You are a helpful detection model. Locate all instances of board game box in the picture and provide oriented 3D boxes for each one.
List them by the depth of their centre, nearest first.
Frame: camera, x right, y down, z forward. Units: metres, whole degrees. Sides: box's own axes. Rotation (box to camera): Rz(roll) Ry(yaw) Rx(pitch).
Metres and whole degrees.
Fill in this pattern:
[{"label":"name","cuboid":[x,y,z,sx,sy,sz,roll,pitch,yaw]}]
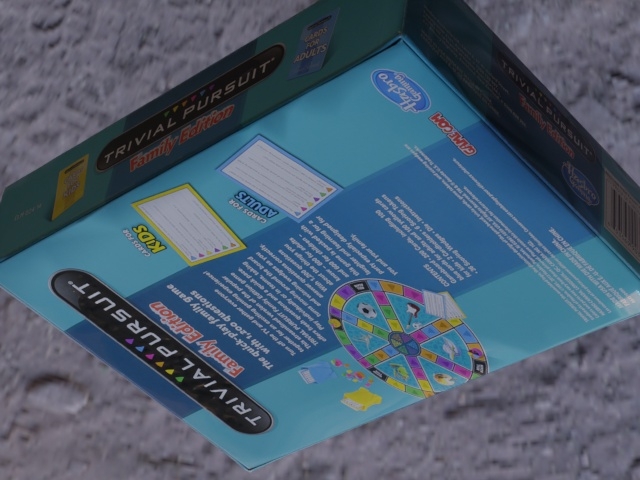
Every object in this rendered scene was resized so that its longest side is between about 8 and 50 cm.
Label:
[{"label":"board game box","cuboid":[0.000,0.000,1.013,0.336,0.079,0.254,-26,128,33]}]
